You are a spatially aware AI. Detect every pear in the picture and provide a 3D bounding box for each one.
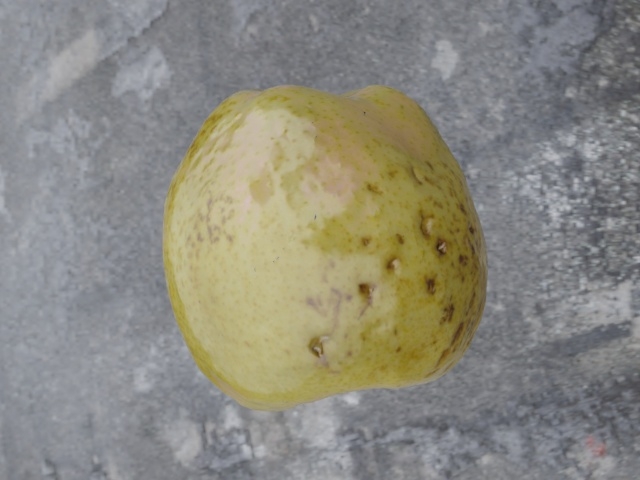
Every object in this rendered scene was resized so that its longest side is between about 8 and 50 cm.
[{"bbox_3d":[0.000,0.000,0.543,0.178,0.178,0.178,1,92,42],"label":"pear"}]
